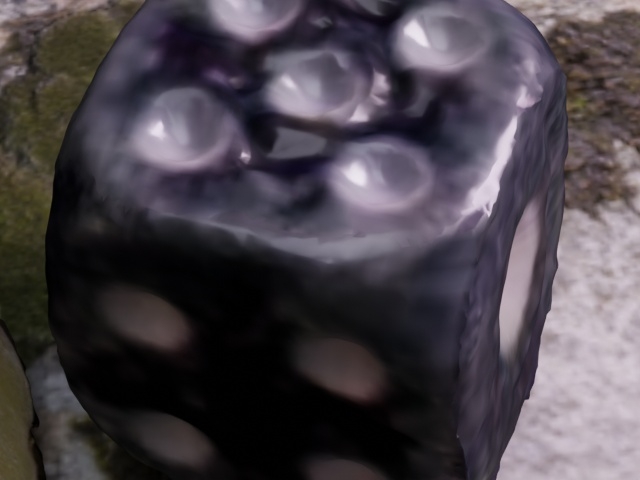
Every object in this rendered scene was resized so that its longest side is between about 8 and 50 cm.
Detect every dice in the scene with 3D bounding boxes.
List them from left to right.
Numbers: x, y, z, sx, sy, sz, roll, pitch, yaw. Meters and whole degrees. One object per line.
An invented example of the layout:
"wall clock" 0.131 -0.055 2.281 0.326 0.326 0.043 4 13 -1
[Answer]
"dice" 0.000 0.000 0.704 0.183 0.182 0.181 13 49 15

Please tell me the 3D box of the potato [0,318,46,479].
"potato" -0.219 0.073 0.701 0.117 0.202 0.182 -41 10 18
